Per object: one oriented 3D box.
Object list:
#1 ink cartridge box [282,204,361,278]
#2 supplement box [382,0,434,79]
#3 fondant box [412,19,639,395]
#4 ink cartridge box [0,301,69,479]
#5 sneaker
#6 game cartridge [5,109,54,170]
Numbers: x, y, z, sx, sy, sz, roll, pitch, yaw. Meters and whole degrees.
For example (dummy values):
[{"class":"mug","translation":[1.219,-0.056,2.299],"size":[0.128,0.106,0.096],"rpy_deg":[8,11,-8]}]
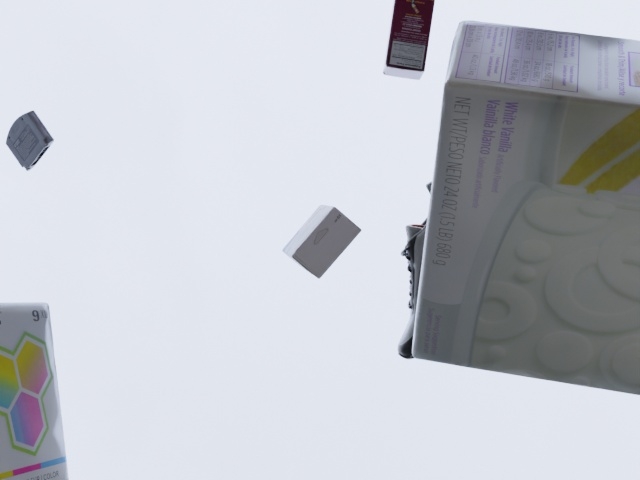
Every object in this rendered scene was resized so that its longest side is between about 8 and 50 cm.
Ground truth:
[{"class":"ink cartridge box","translation":[0.000,0.000,1.460],"size":[0.052,0.122,0.088],"rpy_deg":[41,-93,-7]},{"class":"supplement box","translation":[0.093,-0.217,1.138],"size":[0.043,0.055,0.083],"rpy_deg":[9,-91,-1]},{"class":"fondant box","translation":[0.240,-0.007,0.746],"size":[0.330,0.096,0.238],"rpy_deg":[8,-52,7]},{"class":"ink cartridge box","translation":[-0.249,0.097,0.793],"size":[0.062,0.109,0.209],"rpy_deg":[-9,-96,19]},{"class":"sneaker","translation":[0.158,0.040,1.548],"size":[0.108,0.100,0.271],"rpy_deg":[19,-81,1]},{"class":"game cartridge","translation":[-0.378,-0.132,1.396],"size":[0.056,0.017,0.083],"rpy_deg":[53,-44,-1]}]
